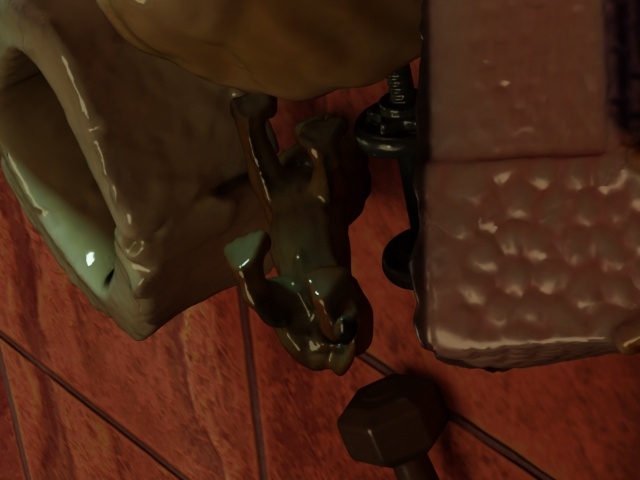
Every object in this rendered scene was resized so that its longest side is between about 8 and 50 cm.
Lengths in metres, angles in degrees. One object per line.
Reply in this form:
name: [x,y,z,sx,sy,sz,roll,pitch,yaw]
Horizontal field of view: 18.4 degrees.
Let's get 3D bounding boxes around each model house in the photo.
model house: [0.201,-0.042,1.176,0.237,0.202,0.237,-3,80,32]

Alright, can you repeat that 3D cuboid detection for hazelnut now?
hazelnut: [-0.021,-0.215,1.300,0.241,0.261,0.261,-116,4,-71]

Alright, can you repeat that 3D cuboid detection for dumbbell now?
dumbbell: [0.074,-0.036,1.448,0.081,0.081,0.254,23,135,44]
dumbbell: [0.091,0.224,1.672,0.092,0.082,0.231,4,122,53]

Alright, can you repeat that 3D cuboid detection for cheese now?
cheese: [-0.157,-0.087,1.627,0.292,0.153,0.332,56,161,12]

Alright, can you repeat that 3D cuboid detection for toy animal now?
toy animal: [0.000,0.000,1.442,0.157,0.097,0.312,59,-161,-44]
